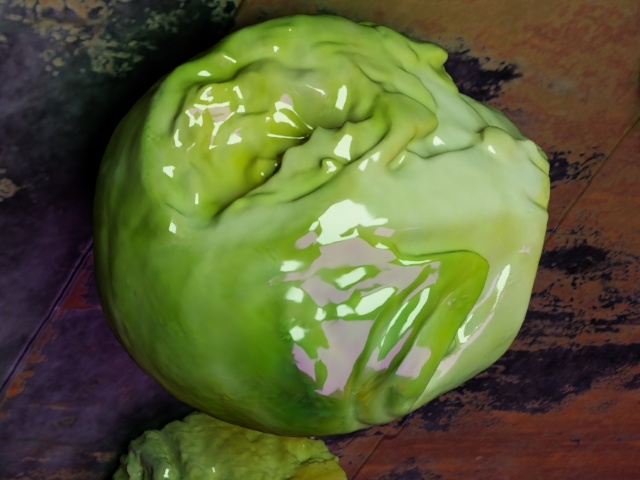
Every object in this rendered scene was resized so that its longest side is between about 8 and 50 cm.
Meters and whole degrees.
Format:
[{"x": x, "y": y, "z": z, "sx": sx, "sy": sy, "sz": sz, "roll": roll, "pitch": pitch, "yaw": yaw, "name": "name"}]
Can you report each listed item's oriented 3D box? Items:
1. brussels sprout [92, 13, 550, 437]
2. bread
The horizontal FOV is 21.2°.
[{"x": 0.000, "y": 0.000, "z": 1.259, "sx": 0.344, "sy": 0.268, "sz": 0.344, "roll": -2, "pitch": 124, "yaw": -4, "name": "brussels sprout"}, {"x": -0.097, "y": 0.272, "z": 1.575, "sx": 0.262, "sy": 0.204, "sz": 0.163, "roll": -50, "pitch": 134, "yaw": 6, "name": "bread"}]
